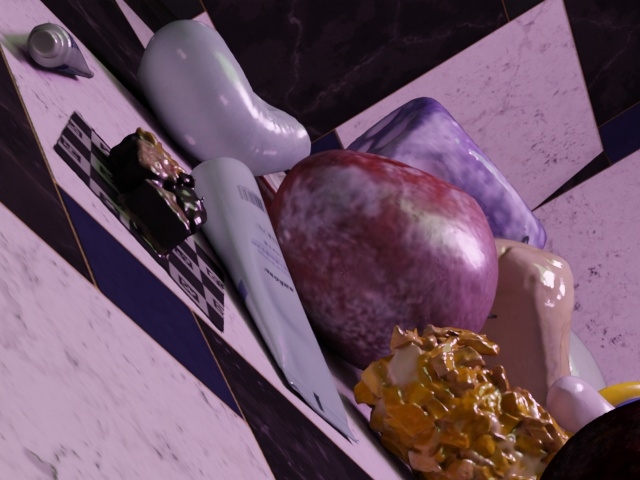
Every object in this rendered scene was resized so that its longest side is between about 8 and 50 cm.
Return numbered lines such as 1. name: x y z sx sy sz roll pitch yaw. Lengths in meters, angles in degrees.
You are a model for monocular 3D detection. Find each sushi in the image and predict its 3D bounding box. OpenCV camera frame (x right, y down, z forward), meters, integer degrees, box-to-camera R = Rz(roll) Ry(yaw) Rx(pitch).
1. sushi: -0.119 -0.035 1.266 0.192 0.050 0.215 49 5 -12

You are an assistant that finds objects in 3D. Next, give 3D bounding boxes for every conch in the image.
1. conch: -0.113 -0.148 1.786 0.221 0.121 0.185 47 11 -18

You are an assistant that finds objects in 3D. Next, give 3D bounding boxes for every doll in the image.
1. doll: 0.315 0.226 1.599 0.311 0.159 0.242 29 7 -23

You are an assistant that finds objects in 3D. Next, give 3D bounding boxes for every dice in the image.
1. dice: 0.139 -0.024 2.265 0.270 0.270 0.271 48 5 -11

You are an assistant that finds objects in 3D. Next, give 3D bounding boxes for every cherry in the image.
1. cherry: 0.071 0.028 1.614 0.285 0.213 0.236 31 -9 -27

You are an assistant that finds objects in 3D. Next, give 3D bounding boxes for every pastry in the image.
1. pastry: 0.143 0.173 1.466 0.250 0.154 0.102 50 -15 -2

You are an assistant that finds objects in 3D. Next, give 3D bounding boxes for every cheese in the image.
1. cheese: 0.198 0.127 1.726 0.093 0.159 0.263 4 84 -56

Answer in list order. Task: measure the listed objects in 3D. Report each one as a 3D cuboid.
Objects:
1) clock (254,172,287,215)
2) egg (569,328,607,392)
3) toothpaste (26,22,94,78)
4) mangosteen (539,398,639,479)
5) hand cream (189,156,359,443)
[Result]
1. clock: 0.000 0.000 1.953 0.318 0.080 0.318 48 5 -6
2. egg: 0.235 0.181 1.944 0.282 0.203 0.203 47 5 0
3. toothpaste: -0.230 -0.168 1.402 0.062 0.037 0.216 49 1 -6
4. mangosteen: 0.240 0.255 1.094 0.297 0.293 0.297 36 -48 52
5. hand cream: -0.046 0.038 1.396 0.109 0.067 0.320 47 10 -44
